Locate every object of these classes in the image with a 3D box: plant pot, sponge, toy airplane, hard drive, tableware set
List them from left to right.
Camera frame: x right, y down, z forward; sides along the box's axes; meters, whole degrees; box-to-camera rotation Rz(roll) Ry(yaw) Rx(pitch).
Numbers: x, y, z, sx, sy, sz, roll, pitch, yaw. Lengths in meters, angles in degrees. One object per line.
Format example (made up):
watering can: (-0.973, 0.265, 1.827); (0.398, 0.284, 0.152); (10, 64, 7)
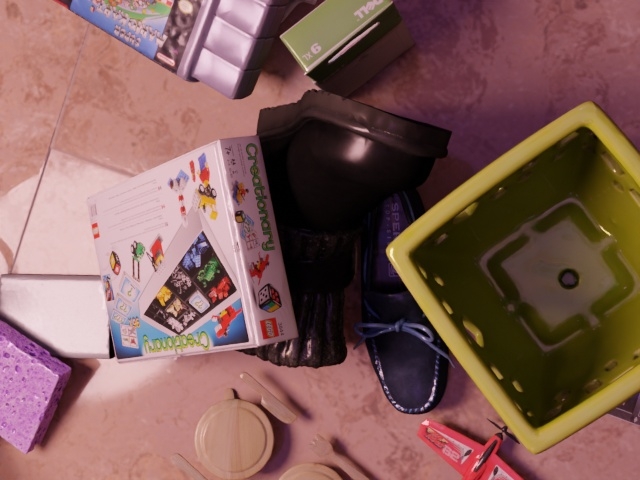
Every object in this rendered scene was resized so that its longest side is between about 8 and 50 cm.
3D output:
sponge: (-0.391, 0.139, 1.275); (0.210, 0.031, 0.117); (33, 114, 10)
hard drive: (-0.300, 0.086, 1.280); (0.135, 0.022, 0.094); (1, 90, 10)
tableware set: (-0.053, 0.252, 1.228); (0.194, 0.039, 0.128); (40, 85, 2)
toy airplane: (0.158, 0.260, 1.193); (0.151, 0.028, 0.151); (0, 89, 12)
plant pot: (0.222, 0.034, 1.035); (0.227, 0.207, 0.228); (-36, 82, 8)

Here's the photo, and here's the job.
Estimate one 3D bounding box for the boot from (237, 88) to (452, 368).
boot: (0.004, 0.001, 1.087); (0.131, 0.348, 0.260); (13, 88, -17)

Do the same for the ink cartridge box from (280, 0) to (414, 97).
ink cartridge box: (0.026, -0.207, 1.126); (0.109, 0.209, 0.062); (-37, 84, 8)

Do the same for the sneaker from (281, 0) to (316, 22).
sneaker: (-0.073, -0.261, 1.225); (0.152, 0.053, 0.061); (-23, 89, 9)

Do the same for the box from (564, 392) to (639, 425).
box: (0.314, 0.064, 1.151); (0.183, 0.056, 0.231); (18, 93, 10)

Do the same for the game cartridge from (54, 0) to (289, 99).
game cartridge: (-0.187, -0.325, 1.191); (0.355, 0.068, 0.230); (32, 111, 16)

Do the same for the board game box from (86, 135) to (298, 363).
board game box: (-0.142, 0.020, 1.139); (0.305, 0.053, 0.193); (-13, 87, 54)

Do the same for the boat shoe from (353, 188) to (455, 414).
boat shoe: (0.074, 0.058, 1.178); (0.109, 0.089, 0.258); (-13, 87, 10)
